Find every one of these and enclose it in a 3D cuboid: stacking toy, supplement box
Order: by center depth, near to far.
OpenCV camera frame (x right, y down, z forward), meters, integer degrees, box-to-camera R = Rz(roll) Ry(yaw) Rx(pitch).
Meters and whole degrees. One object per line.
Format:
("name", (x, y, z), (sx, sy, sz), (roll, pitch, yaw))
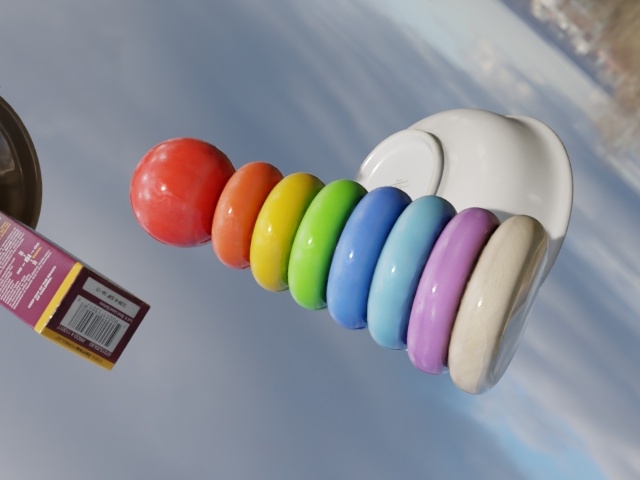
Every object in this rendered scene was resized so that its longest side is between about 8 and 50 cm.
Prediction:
("stacking toy", (0.000, 0.000, 1.134), (0.330, 0.141, 0.141), (20, -175, 16))
("supplement box", (-0.275, 0.048, 1.495), (0.188, 0.080, 0.104), (27, 173, 46))

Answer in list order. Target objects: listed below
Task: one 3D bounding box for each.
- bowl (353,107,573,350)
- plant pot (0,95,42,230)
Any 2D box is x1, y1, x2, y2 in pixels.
("bowl", (0.122, -0.032, 1.615), (0.134, 0.298, 0.298), (29, -163, -33))
("plant pot", (-0.452, -0.069, 1.743), (0.237, 0.110, 0.237), (17, -111, -51))
